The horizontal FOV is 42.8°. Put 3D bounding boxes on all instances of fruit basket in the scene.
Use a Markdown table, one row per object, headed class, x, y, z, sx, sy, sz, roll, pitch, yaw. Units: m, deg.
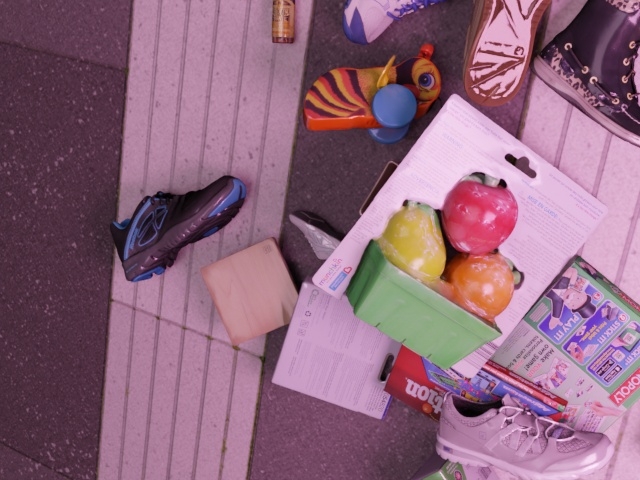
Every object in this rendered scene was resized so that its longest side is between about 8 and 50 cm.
| class | x | y | z | sx | sy | sz | roll | pitch | yaw |
| --- | --- | --- | --- | --- | --- | --- | --- | --- | --- |
| fruit basket | 0.213 | 0.004 | 1.255 | 0.327 | 0.165 | 0.353 | 31 | 98 | -18 |

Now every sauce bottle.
| class | x | y | z | sx | sy | sz | roll | pitch | yaw |
| --- | --- | --- | --- | --- | --- | --- | --- | --- | --- |
| sauce bottle | -0.064 | -0.409 | 1.425 | 0.042 | 0.042 | 0.128 | 8 | 106 | 27 |

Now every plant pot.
| class | x | y | z | sx | sy | sz | roll | pitch | yaw |
| --- | --- | --- | --- | --- | --- | --- | --- | --- | --- |
| plant pot | 0.150 | -0.064 | 1.357 | 0.109 | 0.096 | 0.109 | 38 | 116 | 16 |

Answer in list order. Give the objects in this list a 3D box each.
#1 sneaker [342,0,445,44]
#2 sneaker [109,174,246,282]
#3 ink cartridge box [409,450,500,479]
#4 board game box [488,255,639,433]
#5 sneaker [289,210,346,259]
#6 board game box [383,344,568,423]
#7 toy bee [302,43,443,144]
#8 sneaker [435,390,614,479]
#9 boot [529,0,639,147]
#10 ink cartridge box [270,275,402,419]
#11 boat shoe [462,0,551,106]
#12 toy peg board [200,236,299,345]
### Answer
| class | x | y | z | sx | sy | sz | roll | pitch | yaw |
| --- | --- | --- | --- | --- | --- | --- | --- | --- | --- |
| sneaker | 0.155 | -0.404 | 1.267 | 0.131 | 0.112 | 0.296 | 48 | 120 | 11 |
| sneaker | -0.290 | -0.046 | 1.587 | 0.341 | 0.125 | 0.139 | -32 | 81 | 28 |
| ink cartridge box | 0.256 | 0.461 | 1.390 | 0.087 | 0.153 | 0.208 | -37 | 82 | 31 |
| board game box | 0.395 | 0.211 | 1.318 | 0.213 | 0.046 | 0.317 | 42 | 118 | 13 |
| sneaker | 0.000 | 0.000 | 1.480 | 0.152 | 0.054 | 0.061 | 35 | 118 | 17 |
| board game box | 0.252 | 0.260 | 1.366 | 0.281 | 0.027 | 0.145 | 27 | 115 | 21 |
| toy bee | 0.124 | -0.237 | 1.316 | 0.195 | 0.299 | 0.162 | 158 | 121 | -64 |
| sneaker | 0.307 | 0.297 | 1.267 | 0.282 | 0.105 | 0.115 | 0 | 102 | 28 |
| boot | 0.440 | -0.251 | 1.163 | 0.236 | 0.085 | 0.178 | 41 | 115 | 15 |
| ink cartridge box | 0.045 | 0.197 | 1.491 | 0.224 | 0.045 | 0.223 | 20 | 112 | 3 |
| boat shoe | 0.281 | -0.372 | 1.194 | 0.122 | 0.110 | 0.341 | 15 | 116 | -9 |
| toy peg board | -0.118 | 0.093 | 1.564 | 0.161 | 0.079 | 0.161 | -24 | 90 | 15 |
